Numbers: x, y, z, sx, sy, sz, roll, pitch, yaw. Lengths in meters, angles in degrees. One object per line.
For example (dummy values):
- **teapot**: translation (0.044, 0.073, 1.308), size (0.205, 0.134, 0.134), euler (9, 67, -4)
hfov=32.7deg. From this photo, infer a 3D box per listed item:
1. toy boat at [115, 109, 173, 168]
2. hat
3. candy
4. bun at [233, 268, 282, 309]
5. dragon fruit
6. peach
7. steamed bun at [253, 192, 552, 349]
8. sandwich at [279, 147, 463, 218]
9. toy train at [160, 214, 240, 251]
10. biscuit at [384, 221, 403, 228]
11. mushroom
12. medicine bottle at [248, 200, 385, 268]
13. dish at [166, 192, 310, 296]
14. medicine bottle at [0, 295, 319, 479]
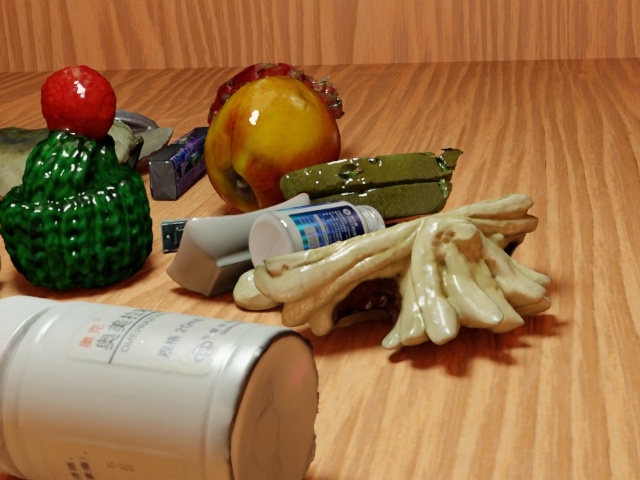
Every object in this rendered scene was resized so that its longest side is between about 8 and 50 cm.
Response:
- **toy boat**: translation (-0.454, -0.197, 2.397), size (0.276, 0.111, 0.293), euler (-17, 31, -21)
- **hat**: translation (-0.391, -0.105, 1.704), size (0.242, 0.332, 0.274), euler (-9, 16, -22)
- **candy**: translation (-0.281, -0.166, 2.269), size (0.061, 0.088, 0.312), euler (2, 18, 11)
- **bun**: translation (-0.084, 0.065, 1.571), size (0.086, 0.055, 0.086), euler (-2, 17, 1)
- **dragon fruit**: translation (-0.096, -0.256, 2.310), size (0.298, 0.244, 0.244), euler (-6, 17, 11)
- **peach**: translation (-0.080, -0.175, 1.972), size (0.238, 0.281, 0.281), euler (15, 24, 29)
- **steamed bun**: translation (0.157, 0.050, 1.437), size (0.428, 0.189, 0.247), euler (-14, -8, -34)
- **sandwich**: translation (0.075, -0.074, 1.824), size (0.292, 0.109, 0.212), euler (-5, -9, -17)
- **toy train**: translation (-0.151, -0.016, 1.843), size (0.234, 0.052, 0.051), euler (-5, 13, -4)
- **biscuit**: translation (0.124, 0.021, 1.705), size (0.254, 0.035, 0.254), euler (-4, 17, 1)
- **mushroom**: translation (-0.536, -0.175, 2.169), size (0.344, 0.130, 0.247), euler (0, 48, 12)
- **medicine bottle**: translation (0.000, 0.000, 1.563), size (0.191, 0.107, 0.107), euler (-10, 18, -40)
- **dish**: translation (-0.110, 0.018, 1.627), size (0.212, 0.151, 0.077), euler (-14, 62, -31)
- **medicine bottle**: translation (-0.186, 0.161, 1.073), size (0.332, 0.190, 0.190), euler (5, 20, 24)
